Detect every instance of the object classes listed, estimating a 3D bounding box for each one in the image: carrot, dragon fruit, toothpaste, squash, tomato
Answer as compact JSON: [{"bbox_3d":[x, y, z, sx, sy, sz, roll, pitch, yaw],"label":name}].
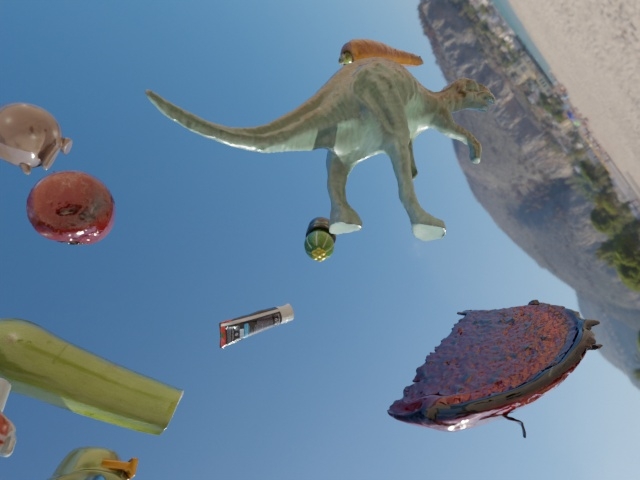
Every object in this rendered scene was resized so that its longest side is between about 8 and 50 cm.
[{"bbox_3d":[0.131,-0.369,0.962,0.256,0.061,0.061,-18,-106,-39],"label":"carrot"},{"bbox_3d":[0.290,0.203,0.755,0.343,0.282,0.100,-31,-85,-43],"label":"dragon fruit"},{"bbox_3d":[-0.154,0.195,1.150,0.193,0.071,0.045,-16,-148,-33],"label":"toothpaste"},{"bbox_3d":[-0.295,0.167,0.582,0.250,0.083,0.083,28,-143,-14],"label":"squash"},{"bbox_3d":[-0.541,-0.079,1.088,0.189,0.099,0.173,15,-107,-52],"label":"tomato"}]

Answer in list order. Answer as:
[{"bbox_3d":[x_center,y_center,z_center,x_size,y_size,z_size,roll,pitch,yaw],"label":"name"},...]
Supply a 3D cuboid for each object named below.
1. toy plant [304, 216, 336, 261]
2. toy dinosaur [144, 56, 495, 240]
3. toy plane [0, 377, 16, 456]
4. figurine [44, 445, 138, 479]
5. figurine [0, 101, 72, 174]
[{"bbox_3d":[0.000,0.000,1.413,0.093,0.093,0.162,43,-155,-19],"label":"toy plant"},{"bbox_3d":[0.033,-0.097,0.468,0.392,0.092,0.206,1,-104,-25],"label":"toy dinosaur"},{"bbox_3d":[-0.382,0.138,0.388,0.252,0.118,0.252,40,-154,-24],"label":"toy plane"},{"bbox_3d":[-0.326,0.409,0.627,0.153,0.180,0.262,11,-110,0],"label":"figurine"},{"bbox_3d":[-0.521,-0.182,0.846,0.138,0.125,0.125,22,-141,-15],"label":"figurine"}]
